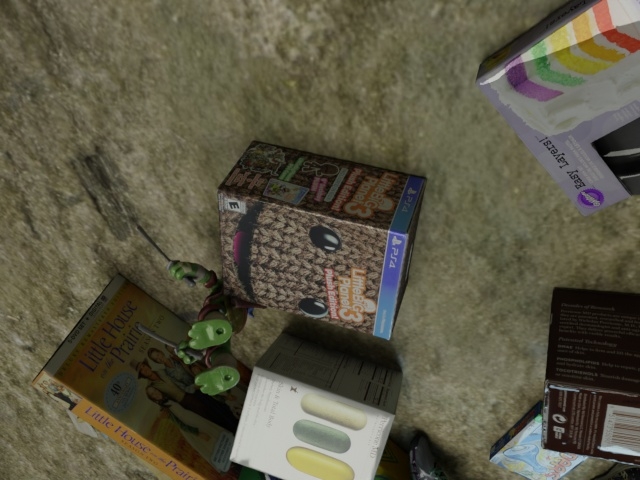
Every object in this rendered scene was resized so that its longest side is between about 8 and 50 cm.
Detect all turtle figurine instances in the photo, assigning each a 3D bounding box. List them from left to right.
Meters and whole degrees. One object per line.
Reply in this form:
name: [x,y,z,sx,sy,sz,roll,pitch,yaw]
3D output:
turtle figurine: [-0.234,0.144,1.183,0.275,0.266,0.197,23,104,-20]

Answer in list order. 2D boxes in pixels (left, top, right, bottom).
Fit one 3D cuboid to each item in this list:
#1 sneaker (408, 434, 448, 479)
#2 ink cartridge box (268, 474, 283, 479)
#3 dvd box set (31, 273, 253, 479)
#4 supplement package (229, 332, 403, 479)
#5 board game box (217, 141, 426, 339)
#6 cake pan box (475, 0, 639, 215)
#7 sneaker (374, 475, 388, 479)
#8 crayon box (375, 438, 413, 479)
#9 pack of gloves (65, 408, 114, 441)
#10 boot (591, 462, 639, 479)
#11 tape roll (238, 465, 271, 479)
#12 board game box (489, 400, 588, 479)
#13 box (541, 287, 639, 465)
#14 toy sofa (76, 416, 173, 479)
sneaker: [0.257,0.518,1.414,0.098,0.083,0.223,-11,95,33]
ink cartridge box: [-0.031,0.622,1.563,0.186,0.065,0.311,46,167,44]
dvd box set: [-0.311,0.287,1.336,0.420,0.307,0.062,39,121,-12]
supplement package: [-0.001,0.332,1.273,0.263,0.198,0.199,17,103,8]
board game box: [0.000,0.000,1.070,0.291,0.141,0.232,13,133,12]
cake pan box: [0.367,-0.176,0.820,0.246,0.070,0.267,-28,115,40]
sneaker: [0.139,0.582,1.446,0.124,0.109,0.295,33,148,27]
crayon box: [0.072,0.498,1.513,0.318,0.081,0.202,42,132,-15]
pack of gloves: [-0.619,0.445,1.794,0.195,0.046,0.232,8,129,31]
boot: [0.566,0.544,1.281,0.085,0.178,0.236,21,133,4]
tape roll: [-0.099,0.647,1.553,0.077,0.321,0.321,-34,118,-6]
board game box: [0.440,0.404,1.311,0.136,0.035,0.201,24,134,1]
box: [0.434,0.206,1.026,0.167,0.203,0.168,4,130,20]
toy sofa: [-0.408,0.460,1.648,0.150,0.177,0.362,-27,116,15]
